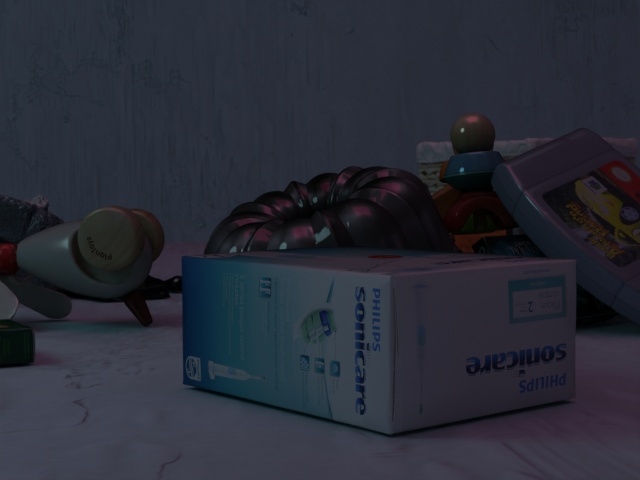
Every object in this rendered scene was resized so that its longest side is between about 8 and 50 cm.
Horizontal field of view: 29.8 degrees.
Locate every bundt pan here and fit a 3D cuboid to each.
[{"bbox_3d":[0.000,0.000,1.495,0.330,0.124,0.331,-16,17,5],"label":"bundt pan"}]

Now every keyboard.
[{"bbox_3d":[-0.345,0.075,2.067,0.201,0.033,0.317,-3,4,-33],"label":"keyboard"}]

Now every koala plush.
[{"bbox_3d":[-0.503,0.012,2.003,0.203,0.196,0.221,10,1,-7],"label":"koala plush"}]

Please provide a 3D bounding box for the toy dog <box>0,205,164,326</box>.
[{"bbox_3d":[-0.347,0.062,1.598,0.333,0.161,0.220,-16,-2,30],"label":"toy dog"}]

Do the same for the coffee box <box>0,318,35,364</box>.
[{"bbox_3d":[-0.406,0.111,1.266,0.184,0.040,0.113,-2,3,-28],"label":"coffee box"}]

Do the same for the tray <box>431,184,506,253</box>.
[{"bbox_3d":[0.253,-0.009,2.023,0.202,0.076,0.411,14,21,22],"label":"tray"}]

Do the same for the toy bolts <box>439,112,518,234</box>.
[{"bbox_3d":[0.174,-0.089,1.665,0.218,0.159,0.228,-4,-2,-8],"label":"toy bolts"}]

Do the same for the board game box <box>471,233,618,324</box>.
[{"bbox_3d":[0.284,0.050,1.506,0.186,0.126,0.026,-4,-29,-41],"label":"board game box"}]

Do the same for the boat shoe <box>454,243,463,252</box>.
[{"bbox_3d":[0.150,0.048,1.617,0.127,0.113,0.340,-1,3,2],"label":"boat shoe"}]

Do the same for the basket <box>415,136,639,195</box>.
[{"bbox_3d":[0.408,-0.072,2.401,0.328,0.267,0.331,-3,4,-38],"label":"basket"}]

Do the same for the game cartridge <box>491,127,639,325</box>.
[{"bbox_3d":[0.363,-0.019,1.506,0.196,0.060,0.294,-27,58,-31],"label":"game cartridge"}]

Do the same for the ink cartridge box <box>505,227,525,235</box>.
[{"bbox_3d":[0.390,0.005,1.684,0.232,0.168,0.171,-1,-6,-2],"label":"ink cartridge box"}]

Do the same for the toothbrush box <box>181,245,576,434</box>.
[{"bbox_3d":[0.044,0.074,1.055,0.216,0.126,0.295,-3,5,-37],"label":"toothbrush box"}]
